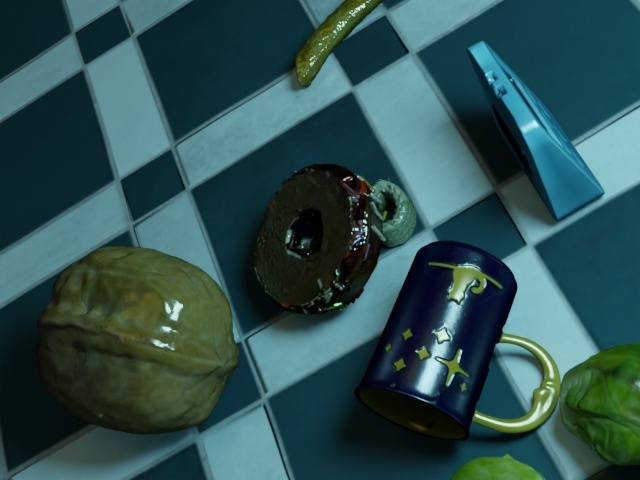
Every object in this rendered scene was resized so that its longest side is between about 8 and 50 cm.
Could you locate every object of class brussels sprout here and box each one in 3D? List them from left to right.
[{"bbox_3d":[0.236,0.360,1.438,0.149,0.122,0.151,-50,50,-4],"label":"brussels sprout"},{"bbox_3d":[0.412,0.214,1.424,0.180,0.143,0.162,16,96,46],"label":"brussels sprout"}]

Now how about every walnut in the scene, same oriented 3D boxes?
[{"bbox_3d":[-0.289,0.166,1.740,0.343,0.306,0.306,13,68,37],"label":"walnut"}]

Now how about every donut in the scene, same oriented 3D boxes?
[{"bbox_3d":[0.000,0.000,1.762,0.269,0.103,0.270,-17,66,43],"label":"donut"}]

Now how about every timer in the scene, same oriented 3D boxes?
[{"bbox_3d":[0.327,-0.179,1.645,0.091,0.250,0.232,-30,52,10],"label":"timer"}]

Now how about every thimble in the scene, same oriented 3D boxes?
[{"bbox_3d":[0.115,-0.048,1.797,0.084,0.062,0.110,-14,56,19],"label":"thimble"}]

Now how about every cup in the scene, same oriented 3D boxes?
[{"bbox_3d":[0.211,0.164,1.584,0.178,0.255,0.256,-24,37,63],"label":"cup"}]

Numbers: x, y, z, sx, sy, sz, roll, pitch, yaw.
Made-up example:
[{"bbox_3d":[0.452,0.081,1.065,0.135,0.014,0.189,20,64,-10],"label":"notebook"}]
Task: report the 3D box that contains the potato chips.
[{"bbox_3d":[0.087,-0.455,2.070,0.407,0.057,0.080,-44,64,-4],"label":"potato chips"}]
